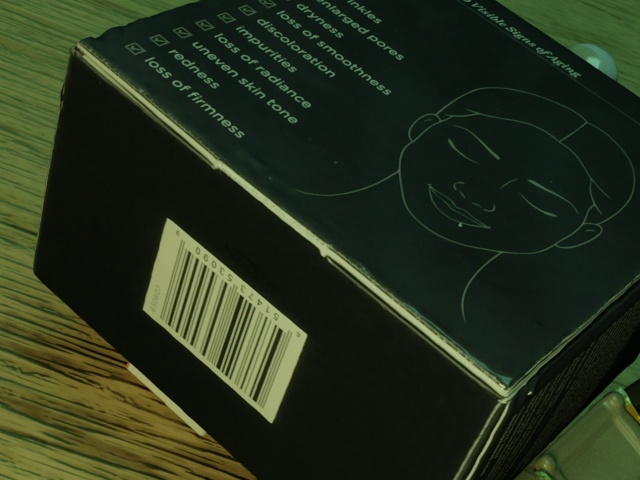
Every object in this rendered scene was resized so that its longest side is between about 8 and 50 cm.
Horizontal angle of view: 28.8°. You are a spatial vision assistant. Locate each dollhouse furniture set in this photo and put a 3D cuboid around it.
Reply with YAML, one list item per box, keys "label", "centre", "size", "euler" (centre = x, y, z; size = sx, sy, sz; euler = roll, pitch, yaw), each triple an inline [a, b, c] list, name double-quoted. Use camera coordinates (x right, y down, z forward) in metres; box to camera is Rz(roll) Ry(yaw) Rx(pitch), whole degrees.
- label: "dollhouse furniture set"
  centre: [0.324, 0.263, 1.296]
  size: [0.301, 0.151, 0.198]
  euler: [-30, 78, -41]

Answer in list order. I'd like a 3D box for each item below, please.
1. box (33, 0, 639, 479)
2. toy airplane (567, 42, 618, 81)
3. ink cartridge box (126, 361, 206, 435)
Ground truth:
- label: "box"
  centre: [0.069, -0.016, 1.199]
  size: [0.480, 0.297, 0.471]
  euler: [39, 44, 20]
- label: "toy airplane"
  centre: [0.354, -0.131, 1.666]
  size: [0.386, 0.273, 0.384]
  euler: [4, 23, -3]
- label: "ink cartridge box"
  centre: [-0.097, 0.108, 1.341]
  size: [0.115, 0.067, 0.198]
  euler: [39, 41, 14]
